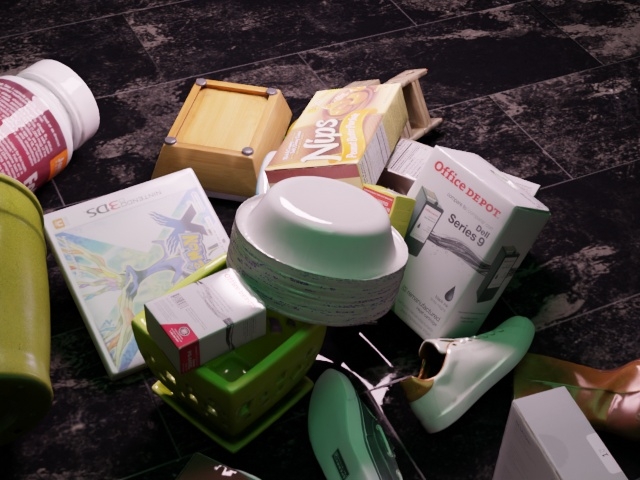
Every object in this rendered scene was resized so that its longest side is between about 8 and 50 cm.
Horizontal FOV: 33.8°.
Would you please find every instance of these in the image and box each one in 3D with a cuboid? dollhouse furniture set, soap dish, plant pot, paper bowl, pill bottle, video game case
[{"bbox_3d":[0.149,-0.292,2.319,0.129,0.129,0.183,-33,24,-34],"label":"dollhouse furniture set"},{"bbox_3d":[-0.200,-0.216,2.192,0.229,0.118,0.291,10,44,7],"label":"soap dish"},{"bbox_3d":[-0.142,0.190,1.685,0.228,0.207,0.227,32,50,27],"label":"plant pot"},{"bbox_3d":[-0.577,0.134,1.649,0.366,0.366,0.353,-14,56,-18],"label":"plant pot"},{"bbox_3d":[0.000,0.000,1.671,0.284,0.148,0.284,11,28,-6],"label":"paper bowl"},{"bbox_3d":[-0.629,-0.180,2.051,0.224,0.224,0.392,24,47,22],"label":"pill bottle"},{"bbox_3d":[-0.296,0.050,1.871,0.300,0.036,0.329,-21,70,-24],"label":"video game case"}]

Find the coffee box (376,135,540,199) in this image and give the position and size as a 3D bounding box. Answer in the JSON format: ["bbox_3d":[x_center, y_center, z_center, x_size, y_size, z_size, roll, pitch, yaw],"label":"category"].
[{"bbox_3d":[0.249,-0.061,2.012,0.297,0.168,0.119,21,46,20],"label":"coffee box"}]

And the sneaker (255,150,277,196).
[{"bbox_3d":[-0.023,-0.039,2.007,0.208,0.127,0.319,3,51,2],"label":"sneaker"}]

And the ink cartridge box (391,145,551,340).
[{"bbox_3d":[0.228,0.010,1.833,0.121,0.289,0.211,7,28,-48],"label":"ink cartridge box"}]

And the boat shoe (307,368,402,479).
[{"bbox_3d":[0.065,0.327,1.630,0.102,0.108,0.301,20,28,-32],"label":"boat shoe"}]

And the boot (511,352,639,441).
[{"bbox_3d":[0.468,0.227,1.793,0.280,0.096,0.264,6,50,14],"label":"boot"}]

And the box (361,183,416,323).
[{"bbox_3d":[0.088,0.024,1.835,0.058,0.232,0.087,8,13,-47],"label":"box"}]

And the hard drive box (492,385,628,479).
[{"bbox_3d":[0.334,0.358,1.509,0.089,0.232,0.181,-12,45,-16],"label":"hard drive box"}]

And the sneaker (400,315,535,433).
[{"bbox_3d":[0.247,0.187,1.754,0.290,0.106,0.123,-37,92,-35],"label":"sneaker"}]

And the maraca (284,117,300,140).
[{"bbox_3d":[-0.012,-0.221,2.229,0.127,0.099,0.186,1,18,3],"label":"maraca"}]

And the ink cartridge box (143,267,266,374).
[{"bbox_3d":[-0.169,0.117,1.563,0.150,0.063,0.109,-23,47,-26],"label":"ink cartridge box"}]

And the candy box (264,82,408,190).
[{"bbox_3d":[0.037,-0.184,1.985,0.183,0.087,0.316,-3,34,23],"label":"candy box"}]

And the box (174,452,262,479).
[{"bbox_3d":[-0.187,0.489,1.408,0.191,0.143,0.381,21,47,20],"label":"box"}]
